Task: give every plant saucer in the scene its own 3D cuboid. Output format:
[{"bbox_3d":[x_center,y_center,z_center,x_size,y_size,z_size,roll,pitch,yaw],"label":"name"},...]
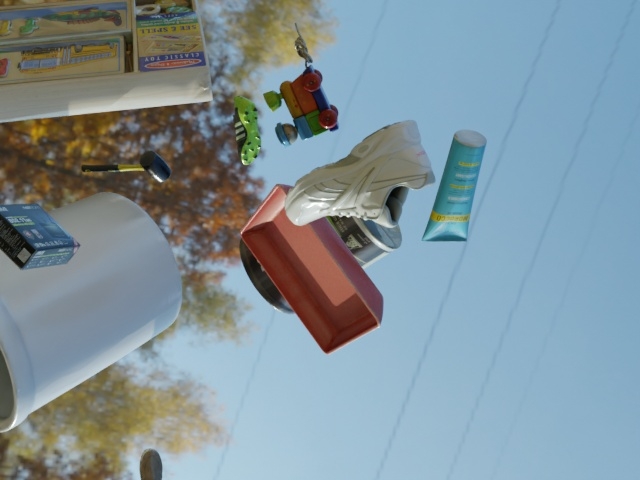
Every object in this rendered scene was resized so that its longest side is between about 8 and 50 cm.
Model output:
[{"bbox_3d":[-0.010,0.044,1.500,0.258,0.048,0.259,54,-24,3],"label":"plant saucer"}]

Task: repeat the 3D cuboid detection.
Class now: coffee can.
[{"bbox_3d":[0.000,0.000,1.966,0.275,0.201,0.201,-34,-128,22],"label":"coffee can"}]

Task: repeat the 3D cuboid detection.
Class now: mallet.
[{"bbox_3d":[-0.378,-0.143,1.800,0.190,0.062,0.039,4,-117,19],"label":"mallet"}]

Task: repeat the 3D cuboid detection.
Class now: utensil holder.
[{"bbox_3d":[-0.498,0.113,1.749,0.328,0.385,0.327,21,-54,33],"label":"utensil holder"}]

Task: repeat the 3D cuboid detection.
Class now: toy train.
[{"bbox_3d":[-0.065,-0.336,2.098,0.143,0.248,0.105,-24,-167,8],"label":"toy train"}]

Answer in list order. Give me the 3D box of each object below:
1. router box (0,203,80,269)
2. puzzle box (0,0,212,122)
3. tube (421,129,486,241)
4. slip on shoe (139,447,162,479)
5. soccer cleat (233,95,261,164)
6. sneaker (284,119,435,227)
[{"bbox_3d":[-0.397,-0.007,1.300,0.092,0.122,0.038,42,-78,9],"label":"router box"},{"bbox_3d":[-0.360,-0.251,1.288,0.272,0.409,0.052,-107,-167,-52],"label":"puzzle box"},{"bbox_3d":[0.222,-0.080,1.549,0.052,0.080,0.207,-96,-168,-52],"label":"tube"},{"bbox_3d":[-0.359,0.512,2.020,0.041,0.051,0.135,-2,-99,61],"label":"slip on shoe"},{"bbox_3d":[-0.182,-0.269,2.306,0.072,0.060,0.178,43,-37,40],"label":"soccer cleat"},{"bbox_3d":[0.048,-0.058,1.231,0.232,0.090,0.115,-30,-95,38],"label":"sneaker"}]
